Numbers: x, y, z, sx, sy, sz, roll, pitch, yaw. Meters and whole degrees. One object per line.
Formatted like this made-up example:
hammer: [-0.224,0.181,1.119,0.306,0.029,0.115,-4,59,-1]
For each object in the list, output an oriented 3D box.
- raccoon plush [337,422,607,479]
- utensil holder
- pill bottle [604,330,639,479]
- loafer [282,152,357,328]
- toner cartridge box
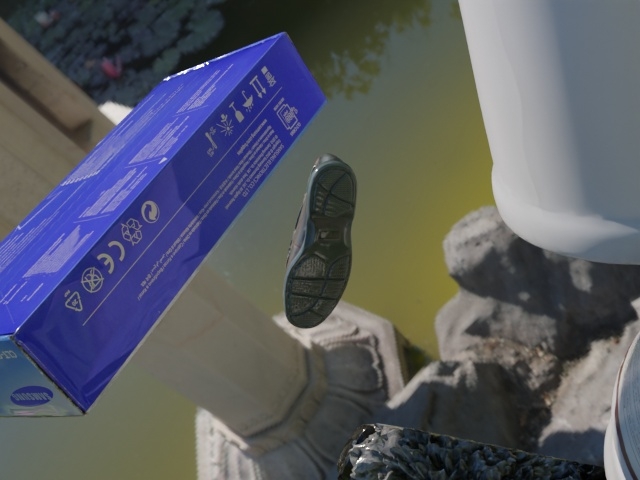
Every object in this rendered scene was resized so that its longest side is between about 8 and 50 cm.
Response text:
raccoon plush: [0.133,0.305,0.665,0.446,0.216,0.299,-9,66,59]
utensil holder: [0.269,-0.228,0.744,0.327,0.386,0.328,-14,25,7]
pill bottle: [0.169,0.054,0.310,0.121,0.221,0.121,-2,64,5]
loafer: [0.000,0.000,1.360,0.084,0.096,0.268,-112,32,-65]
toner cartridge box: [-0.144,-0.021,0.696,0.165,0.075,0.348,-11,34,42]
